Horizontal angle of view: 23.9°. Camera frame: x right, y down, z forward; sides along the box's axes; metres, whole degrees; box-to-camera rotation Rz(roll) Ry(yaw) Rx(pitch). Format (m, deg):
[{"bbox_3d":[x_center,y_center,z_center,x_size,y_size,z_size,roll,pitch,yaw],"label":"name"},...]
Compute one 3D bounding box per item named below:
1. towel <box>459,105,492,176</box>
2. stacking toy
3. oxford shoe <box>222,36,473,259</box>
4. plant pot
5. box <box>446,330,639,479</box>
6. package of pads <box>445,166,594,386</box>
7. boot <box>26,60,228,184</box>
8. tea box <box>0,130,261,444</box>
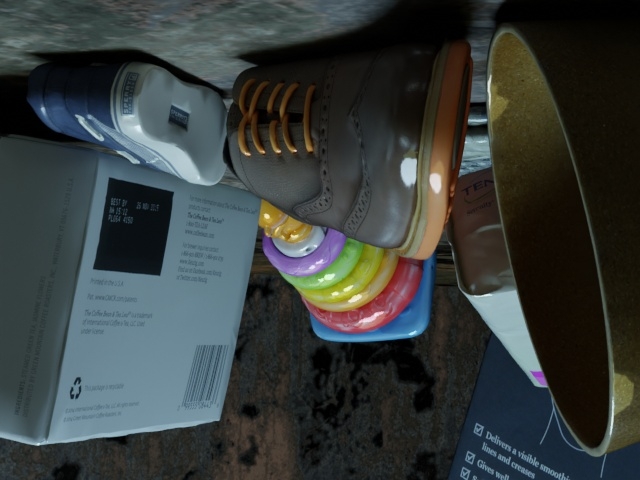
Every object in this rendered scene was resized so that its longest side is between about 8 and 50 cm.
[{"bbox_3d":[0.109,-0.062,1.291,0.324,0.056,0.312,1,176,26],"label":"towel"},{"bbox_3d":[0.000,0.000,1.698,0.165,0.175,0.302,-3,162,28],"label":"stacking toy"},{"bbox_3d":[0.007,-0.059,0.960,0.132,0.130,0.363,11,173,-9],"label":"oxford shoe"},{"bbox_3d":[0.241,-0.027,0.824,0.254,0.237,0.237,-13,176,-4],"label":"plant pot"},{"bbox_3d":[0.329,0.165,1.505,0.212,0.396,0.293,5,-165,-43],"label":"box"},{"bbox_3d":[0.251,0.003,1.033,0.296,0.101,0.229,-15,153,15],"label":"package of pads"},{"bbox_3d":[-0.130,-0.088,1.071,0.086,0.069,0.190,8,170,18],"label":"boot"},{"bbox_3d":[-0.268,0.023,1.251,0.323,0.220,0.329,11,180,20],"label":"tea box"}]
